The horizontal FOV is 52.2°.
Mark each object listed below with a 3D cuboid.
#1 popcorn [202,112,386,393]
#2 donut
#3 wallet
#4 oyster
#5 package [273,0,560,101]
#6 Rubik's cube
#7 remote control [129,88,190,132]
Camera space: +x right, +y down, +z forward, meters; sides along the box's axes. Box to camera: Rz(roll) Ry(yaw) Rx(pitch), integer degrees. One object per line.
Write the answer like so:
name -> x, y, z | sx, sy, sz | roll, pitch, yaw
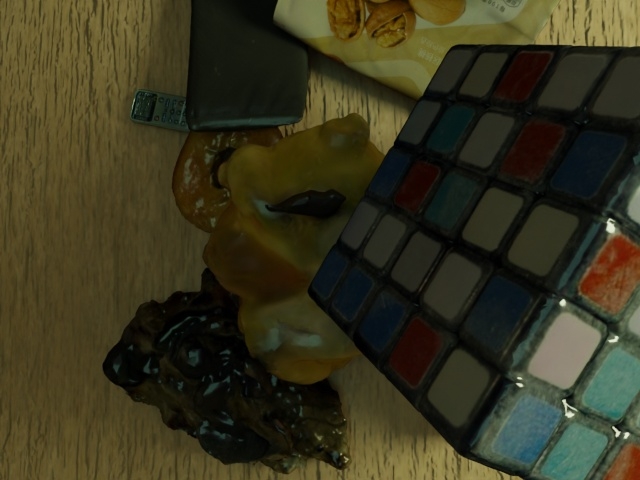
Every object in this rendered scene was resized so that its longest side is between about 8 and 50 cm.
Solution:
popcorn -> 0.000, 0.000, 0.788 | 0.297, 0.281, 0.316 | 40, 119, -14
donut -> -0.120, -0.094, 0.907 | 0.162, 0.065, 0.178 | 33, 95, 17
wallet -> -0.099, -0.258, 0.893 | 0.169, 0.052, 0.245 | -2, 71, 7
oyster -> -0.130, 0.212, 0.882 | 0.361, 0.096, 0.221 | 42, 103, 13
package -> 0.129, -0.317, 0.838 | 0.311, 0.165, 0.221 | 27, 128, 4
Rubik's cube -> 0.210, 0.028, 0.560 | 0.292, 0.293, 0.286 | 28, 95, -24
remote control -> -0.218, -0.187, 0.954 | 0.125, 0.018, 0.053 | 13, 89, 12
